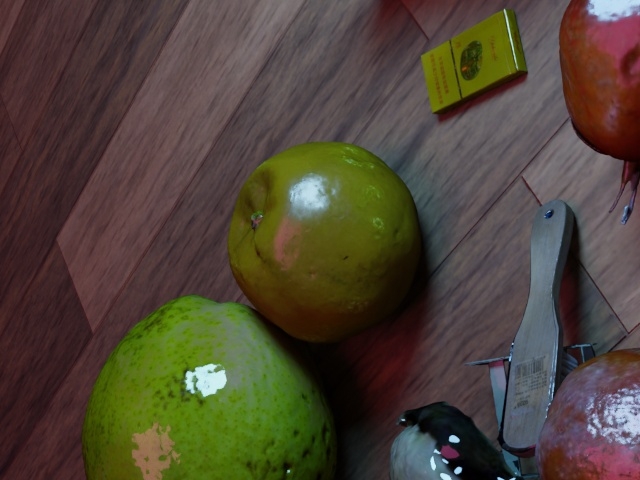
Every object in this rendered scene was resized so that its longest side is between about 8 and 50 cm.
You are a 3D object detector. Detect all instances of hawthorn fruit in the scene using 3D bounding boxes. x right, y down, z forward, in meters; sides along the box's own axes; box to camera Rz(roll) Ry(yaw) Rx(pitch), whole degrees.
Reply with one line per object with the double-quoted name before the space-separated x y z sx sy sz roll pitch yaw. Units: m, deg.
"hawthorn fruit" 0.343 -0.161 1.181 0.211 0.211 0.299 22 115 48
"hawthorn fruit" 0.336 0.214 1.135 0.231 0.235 0.263 39 150 8

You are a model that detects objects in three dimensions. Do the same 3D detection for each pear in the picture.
"pear" -0.154 0.261 1.635 0.391 0.391 0.391 -1 88 50

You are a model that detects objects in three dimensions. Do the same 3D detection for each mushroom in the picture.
"mushroom" 0.199 0.337 1.275 0.344 0.130 0.247 49 165 4

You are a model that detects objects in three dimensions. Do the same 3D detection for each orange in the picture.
"orange" 0.000 0.000 1.551 0.279 0.235 0.279 -14 71 46

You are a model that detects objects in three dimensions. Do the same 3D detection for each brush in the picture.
"brush" 0.263 0.100 1.306 0.070 0.065 0.328 -22 46 44

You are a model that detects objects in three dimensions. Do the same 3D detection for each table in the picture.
"table" 0.267 0.205 1.356 0.175 0.062 0.146 -14 78 36

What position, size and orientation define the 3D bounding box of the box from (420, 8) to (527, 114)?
"box" 0.197 -0.230 1.485 0.155 0.023 0.087 -23 69 47
